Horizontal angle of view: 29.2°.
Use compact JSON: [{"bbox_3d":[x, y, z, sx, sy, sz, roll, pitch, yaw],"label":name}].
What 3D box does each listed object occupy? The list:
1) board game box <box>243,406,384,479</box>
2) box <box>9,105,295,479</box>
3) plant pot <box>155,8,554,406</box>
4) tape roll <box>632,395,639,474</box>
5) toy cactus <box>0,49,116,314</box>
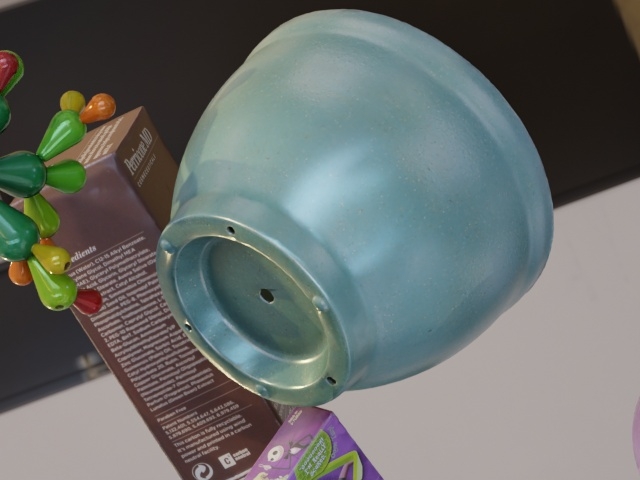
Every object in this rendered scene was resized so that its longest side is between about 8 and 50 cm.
[{"bbox_3d":[-0.050,0.326,0.966,0.056,0.347,0.208,12,145,42],"label":"board game box"},{"bbox_3d":[-0.168,0.063,1.350,0.381,0.143,0.191,59,-168,-18],"label":"box"},{"bbox_3d":[0.000,0.000,0.930,0.293,0.196,0.293,24,137,25],"label":"plant pot"},{"bbox_3d":[0.354,0.155,0.991,0.080,0.189,0.189,89,159,-64],"label":"tape roll"},{"bbox_3d":[-0.236,-0.049,0.930,0.180,0.112,0.219,2,-101,-56],"label":"toy cactus"}]
